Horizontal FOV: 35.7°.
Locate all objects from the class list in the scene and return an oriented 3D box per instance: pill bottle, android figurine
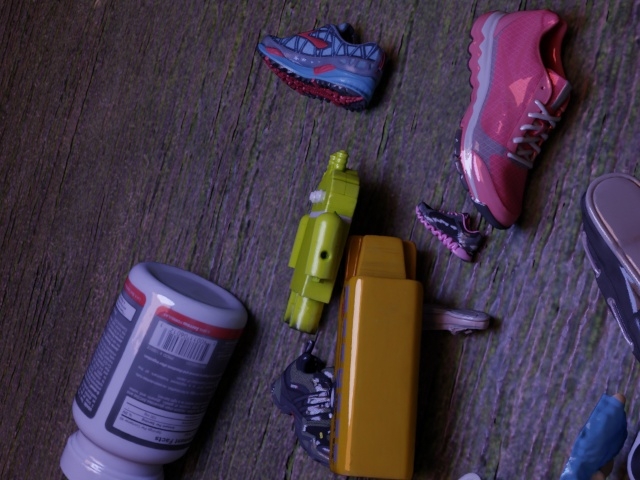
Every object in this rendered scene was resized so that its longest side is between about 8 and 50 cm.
[{"bbox_3d":[-0.282,0.236,1.643,0.210,0.210,0.363,33,101,41],"label":"pill bottle"},{"bbox_3d":[0.000,0.000,1.487,0.248,0.056,0.273,-159,83,-82],"label":"android figurine"}]

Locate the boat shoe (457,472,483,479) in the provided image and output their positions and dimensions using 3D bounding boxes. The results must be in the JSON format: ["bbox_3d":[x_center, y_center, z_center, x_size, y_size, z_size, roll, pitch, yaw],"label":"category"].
[{"bbox_3d":[0.166,0.448,1.275,0.109,0.091,0.305,-144,76,-79],"label":"boat shoe"}]

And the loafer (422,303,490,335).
[{"bbox_3d":[0.185,0.114,1.384,0.125,0.045,0.039,8,101,49],"label":"loafer"}]

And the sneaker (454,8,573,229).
[{"bbox_3d":[0.267,-0.172,1.334,0.136,0.116,0.314,-5,76,39],"label":"sneaker"}]

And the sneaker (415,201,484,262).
[{"bbox_3d":[0.186,-0.023,1.417,0.057,0.047,0.119,-51,58,11],"label":"sneaker"}]

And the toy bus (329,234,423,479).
[{"bbox_3d":[0.077,0.157,1.379,0.130,0.108,0.333,119,156,-78],"label":"toy bus"}]

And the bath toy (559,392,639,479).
[{"bbox_3d":[0.429,0.294,1.053,0.348,0.151,0.129,20,61,39],"label":"bath toy"}]

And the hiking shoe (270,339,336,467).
[{"bbox_3d":[0.012,0.245,1.466,0.227,0.086,0.114,44,111,40],"label":"hiking shoe"}]

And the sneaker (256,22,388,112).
[{"bbox_3d":[0.009,-0.297,1.624,0.261,0.104,0.125,28,80,38],"label":"sneaker"}]

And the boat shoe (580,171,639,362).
[{"bbox_3d":[0.403,0.076,1.180,0.112,0.095,0.335,-18,66,-2],"label":"boat shoe"}]
